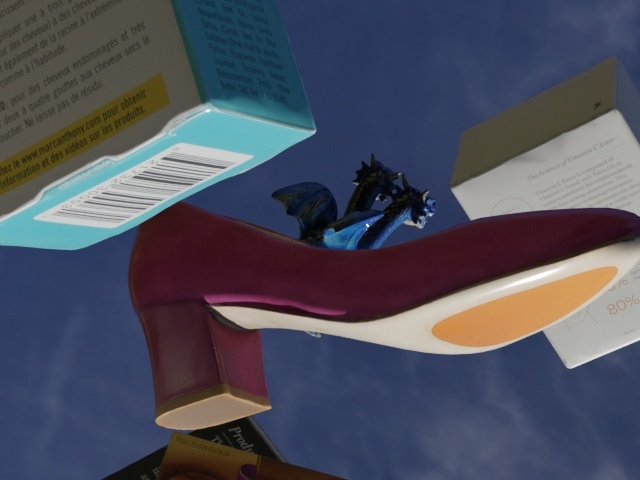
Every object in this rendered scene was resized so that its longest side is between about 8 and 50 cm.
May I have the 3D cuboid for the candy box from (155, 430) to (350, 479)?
[{"bbox_3d":[-0.039,0.221,1.186,0.186,0.053,0.109,13,-106,24],"label":"candy box"}]

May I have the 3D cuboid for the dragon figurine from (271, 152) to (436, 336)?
[{"bbox_3d":[0.000,0.000,1.387,0.085,0.289,0.144,28,-72,27],"label":"dragon figurine"}]

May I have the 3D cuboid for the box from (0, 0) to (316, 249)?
[{"bbox_3d":[-0.089,-0.127,0.493,0.100,0.060,0.244,-24,-105,28],"label":"box"}]

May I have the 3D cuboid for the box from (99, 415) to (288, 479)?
[{"bbox_3d":[-0.174,0.375,1.341,0.395,0.293,0.212,-26,-124,-22],"label":"box"}]

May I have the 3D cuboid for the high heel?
[{"bbox_3d":[0.021,-0.001,0.703,0.244,0.082,0.117,-22,-117,28],"label":"high heel"}]

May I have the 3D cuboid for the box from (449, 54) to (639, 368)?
[{"bbox_3d":[0.191,-0.019,1.114,0.130,0.170,0.091,-25,-159,23],"label":"box"}]
